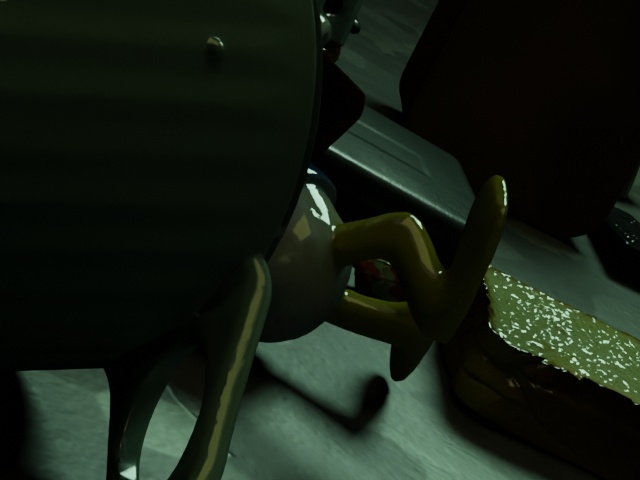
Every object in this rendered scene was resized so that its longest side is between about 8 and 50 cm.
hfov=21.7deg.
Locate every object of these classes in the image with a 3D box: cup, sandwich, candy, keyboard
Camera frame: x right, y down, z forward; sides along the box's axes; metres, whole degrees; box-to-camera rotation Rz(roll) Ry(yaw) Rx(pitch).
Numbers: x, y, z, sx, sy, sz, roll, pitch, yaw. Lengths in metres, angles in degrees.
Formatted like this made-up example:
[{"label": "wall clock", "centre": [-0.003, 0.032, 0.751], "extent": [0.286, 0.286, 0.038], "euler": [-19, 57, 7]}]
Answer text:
[{"label": "cup", "centre": [-0.195, -0.060, 0.721], "extent": [0.401, 0.310, 0.392], "euler": [37, 24, 31]}, {"label": "sandwich", "centre": [0.197, 0.107, 1.242], "extent": [0.214, 0.065, 0.186], "euler": [26, 18, -10]}, {"label": "candy", "centre": [0.000, 0.000, 1.300], "extent": [0.184, 0.049, 0.055], "euler": [29, -14, 22]}, {"label": "keyboard", "centre": [0.340, 0.008, 1.789], "extent": [0.103, 0.041, 0.381], "euler": [25, 17, -10]}]

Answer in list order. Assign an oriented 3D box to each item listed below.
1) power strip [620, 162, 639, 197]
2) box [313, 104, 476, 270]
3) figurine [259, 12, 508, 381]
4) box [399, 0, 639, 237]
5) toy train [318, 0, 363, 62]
[{"label": "power strip", "centre": [0.327, -0.153, 2.143], "extent": [0.229, 0.141, 0.261], "euler": [12, 10, -46]}, {"label": "box", "centre": [0.041, -0.067, 1.450], "extent": [0.230, 0.050, 0.160], "euler": [28, 24, -26]}, {"label": "figurine", "centre": [-0.061, -0.069, 1.102], "extent": [0.338, 0.204, 0.283], "euler": [17, 48, -7]}, {"label": "box", "centre": [0.248, -0.215, 1.791], "extent": [0.239, 0.339, 0.229], "euler": [26, 15, -9]}, {"label": "toy train", "centre": [-0.122, -0.305, 1.780], "extent": [0.369, 0.163, 0.231], "euler": [18, 12, -31]}]
